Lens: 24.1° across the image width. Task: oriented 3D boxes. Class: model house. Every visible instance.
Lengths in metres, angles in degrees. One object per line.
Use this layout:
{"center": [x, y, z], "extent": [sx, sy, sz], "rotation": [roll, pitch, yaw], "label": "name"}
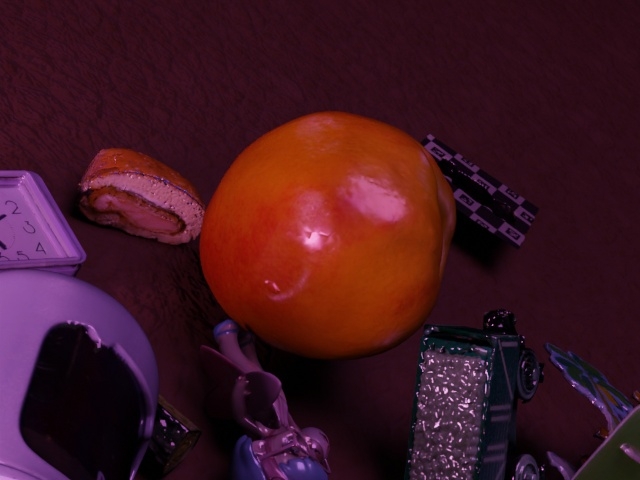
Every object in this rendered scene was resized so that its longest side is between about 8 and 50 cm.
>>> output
{"center": [0.391, 0.285, 1.896], "extent": [0.357, 0.242, 0.313], "rotation": [30, 13, -22], "label": "model house"}

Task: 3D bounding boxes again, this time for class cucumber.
{"center": [-0.222, 0.153, 1.549], "extent": [0.211, 0.062, 0.078], "rotation": [38, -4, 12], "label": "cucumber"}

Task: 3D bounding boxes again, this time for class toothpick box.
{"center": [-0.277, 0.177, 1.301], "extent": [0.263, 0.263, 0.355], "rotation": [29, 31, -15], "label": "toothpick box"}

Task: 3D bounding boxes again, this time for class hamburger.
{"center": [-0.220, -0.070, 1.812], "extent": [0.176, 0.087, 0.102], "rotation": [14, 40, -31], "label": "hamburger"}

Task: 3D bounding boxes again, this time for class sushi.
{"center": [0.218, -0.059, 2.292], "extent": [0.215, 0.050, 0.192], "rotation": [34, 27, 3], "label": "sushi"}

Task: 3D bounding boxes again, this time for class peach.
{"center": [-0.002, 0.003, 1.732], "extent": [0.307, 0.289, 0.289], "rotation": [-2, 28, 14], "label": "peach"}

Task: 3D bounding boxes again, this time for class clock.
{"center": [-0.363, -0.004, 1.588], "extent": [0.193, 0.073, 0.145], "rotation": [-4, 51, -48], "label": "clock"}

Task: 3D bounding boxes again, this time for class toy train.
{"center": [0.183, 0.212, 1.710], "extent": [0.115, 0.270, 0.154], "rotation": [8, 2, 35], "label": "toy train"}

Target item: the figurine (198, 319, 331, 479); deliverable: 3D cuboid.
{"center": [-0.059, 0.208, 1.624], "extent": [0.205, 0.102, 0.260], "rotation": [59, 5, -49], "label": "figurine"}
